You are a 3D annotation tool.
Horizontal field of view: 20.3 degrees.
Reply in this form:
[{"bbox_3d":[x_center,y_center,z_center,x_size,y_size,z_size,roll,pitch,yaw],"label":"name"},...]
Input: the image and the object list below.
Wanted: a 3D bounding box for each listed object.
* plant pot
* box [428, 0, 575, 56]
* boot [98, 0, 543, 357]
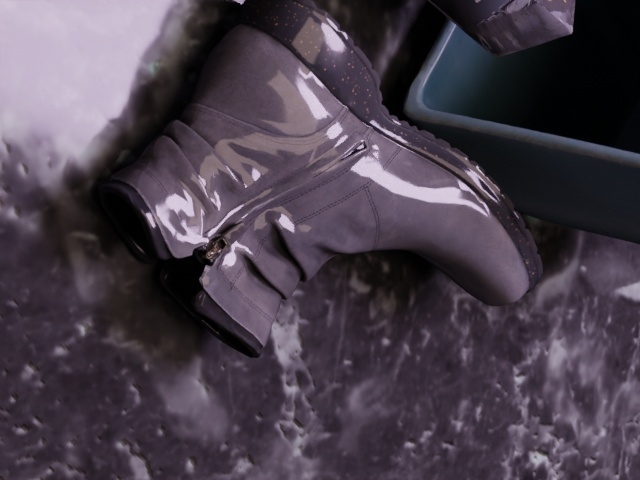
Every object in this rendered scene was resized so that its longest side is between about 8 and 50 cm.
[{"bbox_3d":[0.260,-0.113,1.440,0.247,0.247,0.252,-62,144,-18],"label":"plant pot"},{"bbox_3d":[0.105,-0.329,1.320,0.242,0.076,0.307,33,55,-41],"label":"box"},{"bbox_3d":[0.000,0.000,1.316,0.338,0.118,0.223,41,71,-24],"label":"boot"}]
